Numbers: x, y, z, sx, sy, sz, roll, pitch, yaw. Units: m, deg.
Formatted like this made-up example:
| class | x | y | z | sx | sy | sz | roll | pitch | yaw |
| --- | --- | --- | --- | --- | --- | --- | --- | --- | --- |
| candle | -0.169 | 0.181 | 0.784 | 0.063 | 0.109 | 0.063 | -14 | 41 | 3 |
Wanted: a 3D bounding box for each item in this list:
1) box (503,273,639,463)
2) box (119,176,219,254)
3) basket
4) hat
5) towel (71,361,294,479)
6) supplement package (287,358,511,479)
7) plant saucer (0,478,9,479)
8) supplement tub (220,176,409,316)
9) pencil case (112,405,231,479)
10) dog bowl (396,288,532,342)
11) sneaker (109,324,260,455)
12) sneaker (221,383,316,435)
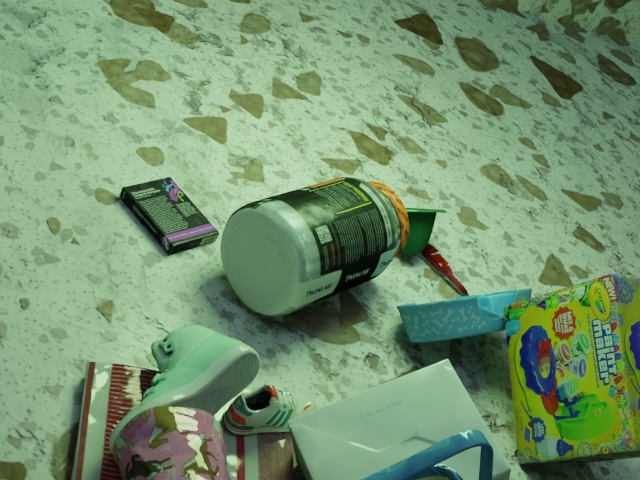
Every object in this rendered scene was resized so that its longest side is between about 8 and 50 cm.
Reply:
| class | x | y | z | sx | sy | sz | roll | pitch | yaw |
| --- | --- | --- | --- | --- | --- | --- | --- | --- | --- |
| box | 0.487 | 0.232 | 1.731 | 0.177 | 0.279 | 0.289 | 6 | 71 | -30 |
| box | -0.280 | -0.048 | 1.836 | 0.116 | 0.029 | 0.162 | -17 | 58 | -47 |
| basket | 0.101 | 0.367 | 1.217 | 0.255 | 0.288 | 0.201 | -21 | 39 | -8 |
| hat | 0.180 | 0.024 | 2.075 | 0.209 | 0.183 | 0.173 | 5 | 4 | 44 |
| towel | -0.196 | 0.304 | 1.468 | 0.329 | 0.037 | 0.237 | 14 | 40 | -18 |
| supplement package | 0.114 | 0.333 | 1.461 | 0.262 | 0.145 | 0.204 | -20 | 52 | -10 |
| plant saucer | -0.404 | 0.431 | 1.130 | 0.333 | 0.081 | 0.332 | 14 | 38 | -21 |
| supplement tub | 0.000 | 0.000 | 1.821 | 0.338 | 0.207 | 0.207 | -19 | 58 | -46 |
| pencil case | -0.155 | 0.380 | 1.217 | 0.160 | 0.167 | 0.386 | 18 | 31 | -34 |
| dog bowl | 0.280 | 0.143 | 1.893 | 0.297 | 0.166 | 0.074 | -4 | 85 | -38 |
| sneaker | -0.228 | 0.220 | 1.460 | 0.256 | 0.094 | 0.151 | -35 | 39 | -31 |
| sneaker | -0.067 | 0.252 | 1.514 | 0.161 | 0.075 | 0.057 | -2 | 48 | -33 |
